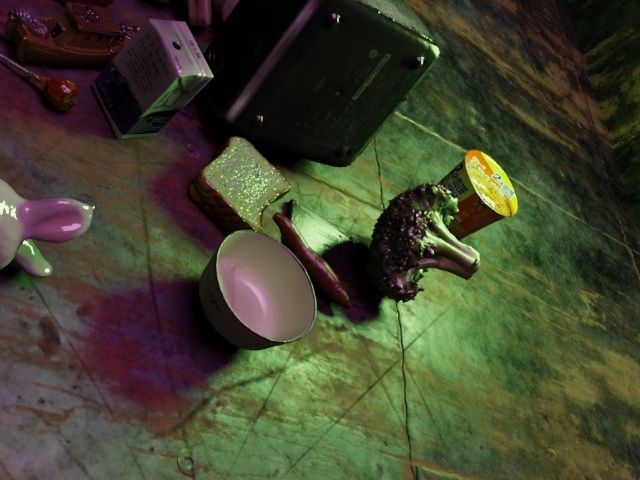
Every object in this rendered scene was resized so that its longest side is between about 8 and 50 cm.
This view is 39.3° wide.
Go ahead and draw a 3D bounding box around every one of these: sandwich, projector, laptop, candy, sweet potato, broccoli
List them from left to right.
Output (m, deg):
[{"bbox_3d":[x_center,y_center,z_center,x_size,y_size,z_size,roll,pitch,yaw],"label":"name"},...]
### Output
[{"bbox_3d":[-0.540,-0.310,1.660,0.201,0.060,0.060,32,41,-14],"label":"candy"},{"bbox_3d":[-0.168,-0.110,1.890,0.186,0.065,0.215,46,36,-10],"label":"sandwich"},{"bbox_3d":[-0.019,0.049,1.936,0.264,0.057,0.057,49,37,-7],"label":"sweet potato"},{"bbox_3d":[0.000,-0.393,1.998,0.405,0.395,0.242,15,35,-41],"label":"projector"},{"bbox_3d":[0.000,0.000,2.030,0.197,0.016,0.135,31,43,-28],"label":"laptop"},{"bbox_3d":[0.225,0.004,2.091,0.260,0.288,0.235,23,8,-37],"label":"broccoli"}]

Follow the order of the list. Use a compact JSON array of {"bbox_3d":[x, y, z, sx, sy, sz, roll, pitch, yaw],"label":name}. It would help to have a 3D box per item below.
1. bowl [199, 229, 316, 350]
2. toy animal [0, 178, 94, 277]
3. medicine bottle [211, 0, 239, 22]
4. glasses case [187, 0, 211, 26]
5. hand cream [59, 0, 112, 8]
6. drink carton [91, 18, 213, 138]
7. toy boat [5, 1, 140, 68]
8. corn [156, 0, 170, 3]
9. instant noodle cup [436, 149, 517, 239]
[{"bbox_3d":[-0.136,0.109,1.699,0.237,0.126,0.238,29,44,-31],"label":"bowl"},{"bbox_3d":[-0.541,-0.059,1.334,0.367,0.196,0.241,33,40,-23],"label":"toy animal"},{"bbox_3d":[-0.181,-0.662,2.193,0.213,0.213,0.379,7,56,-45],"label":"medicine bottle"},{"bbox_3d":[-0.282,-0.594,2.068,0.083,0.050,0.196,-83,172,-68],"label":"glasses case"},{"bbox_3d":[-0.490,-0.582,1.863,0.193,0.125,0.193,29,43,-31],"label":"hand cream"},{"bbox_3d":[-0.329,-0.312,1.741,0.102,0.222,0.134,-11,70,-51],"label":"drink carton"},{"bbox_3d":[-0.462,-0.405,1.758,0.321,0.121,0.089,-10,64,-50],"label":"toy boat"},{"bbox_3d":[-0.358,-0.655,2.091,0.101,0.101,0.310,30,41,-29],"label":"corn"},{"bbox_3d":[0.401,-0.112,2.429,0.213,0.174,0.213,30,42,-30],"label":"instant noodle cup"}]
